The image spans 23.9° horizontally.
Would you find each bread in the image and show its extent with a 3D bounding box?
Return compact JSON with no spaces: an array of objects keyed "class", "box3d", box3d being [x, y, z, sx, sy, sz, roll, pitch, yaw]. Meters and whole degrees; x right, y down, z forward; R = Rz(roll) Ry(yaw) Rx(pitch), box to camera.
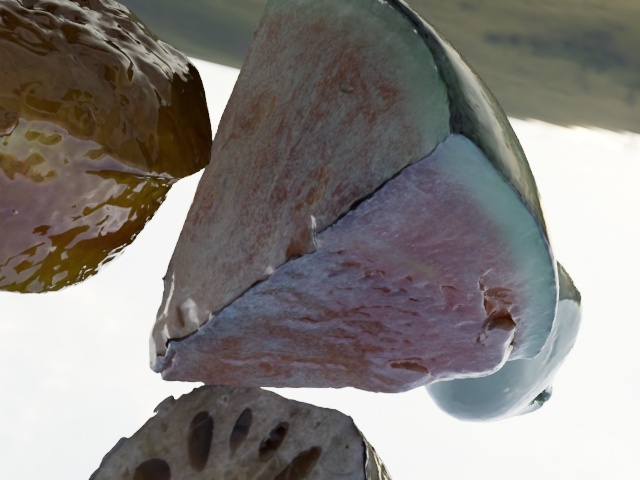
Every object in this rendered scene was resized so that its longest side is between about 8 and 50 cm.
[{"class":"bread","box3d":[-0.217,-0.093,0.935,0.312,0.172,0.312,25,-161,-9]}]

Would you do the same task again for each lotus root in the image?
[{"class":"lotus root","box3d":[-0.042,0.250,1.141,0.272,0.272,0.192,33,170,49]}]

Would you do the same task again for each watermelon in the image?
[{"class":"watermelon","box3d":[0.022,-0.030,1.070,0.292,0.283,0.250,-12,-140,19]}]

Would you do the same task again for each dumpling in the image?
[{"class":"dumpling","box3d":[0.216,0.092,1.844,0.211,0.321,0.270,14,-135,-3]}]
